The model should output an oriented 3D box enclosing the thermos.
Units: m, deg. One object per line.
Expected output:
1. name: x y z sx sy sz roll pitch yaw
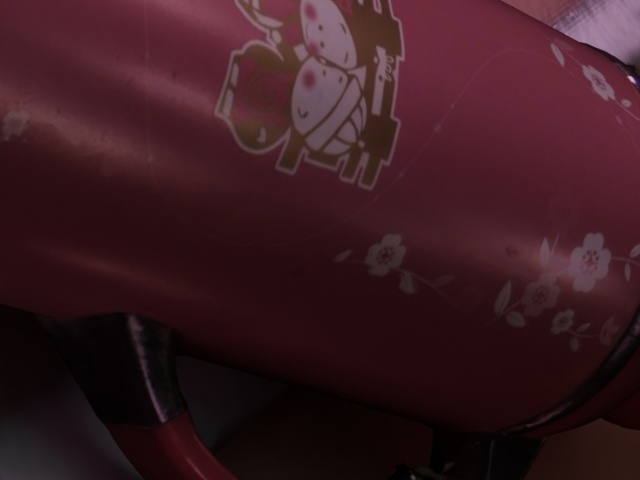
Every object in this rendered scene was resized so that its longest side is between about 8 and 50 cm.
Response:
1. thermos: 0.005 -0.007 0.446 0.330 0.109 0.136 19 45 -43
